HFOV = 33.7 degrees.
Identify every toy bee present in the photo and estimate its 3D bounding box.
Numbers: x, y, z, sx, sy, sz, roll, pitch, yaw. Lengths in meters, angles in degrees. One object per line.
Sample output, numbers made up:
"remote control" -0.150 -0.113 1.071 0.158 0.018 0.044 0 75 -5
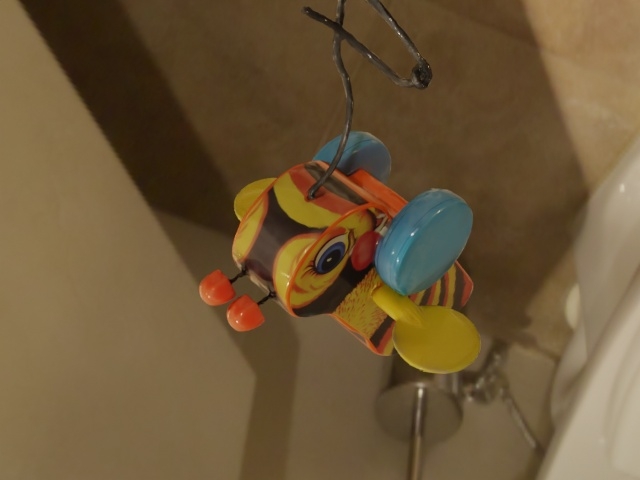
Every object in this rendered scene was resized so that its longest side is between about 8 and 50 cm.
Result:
"toy bee" 0.000 0.000 0.664 0.162 0.195 0.298 -43 127 -11
